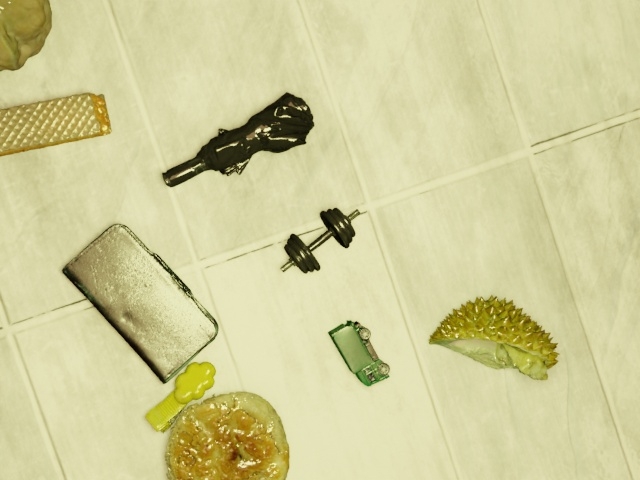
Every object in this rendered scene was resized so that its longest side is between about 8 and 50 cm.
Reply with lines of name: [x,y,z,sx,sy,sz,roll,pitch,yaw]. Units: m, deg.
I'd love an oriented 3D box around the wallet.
wallet: [-0.365,0.125,1.601,0.172,0.045,0.318,-43,97,-5]

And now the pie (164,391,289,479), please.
pie: [-0.187,0.443,1.610,0.274,0.055,0.274,-2,97,-15]

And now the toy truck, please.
toy truck: [0.087,0.244,1.673,0.079,0.065,0.147,-31,94,-7]

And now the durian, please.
durian: [0.406,0.224,1.695,0.306,0.172,0.167,18,110,-18]

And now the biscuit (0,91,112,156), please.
biscuit: [-0.617,-0.219,1.556,0.378,0.054,0.094,-13,92,-11]

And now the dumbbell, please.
dumbbell: [0.000,0.000,1.644,0.208,0.099,0.099,-37,96,-8]

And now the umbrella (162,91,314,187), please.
umbrella: [-0.171,-0.198,1.615,0.340,0.118,0.118,-26,94,-8]

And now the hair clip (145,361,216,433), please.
hair clip: [-0.288,0.319,1.609,0.173,0.046,0.072,-44,74,-6]

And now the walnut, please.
walnut: [-0.640,-0.439,1.471,0.248,0.248,0.249,0,89,-10]
